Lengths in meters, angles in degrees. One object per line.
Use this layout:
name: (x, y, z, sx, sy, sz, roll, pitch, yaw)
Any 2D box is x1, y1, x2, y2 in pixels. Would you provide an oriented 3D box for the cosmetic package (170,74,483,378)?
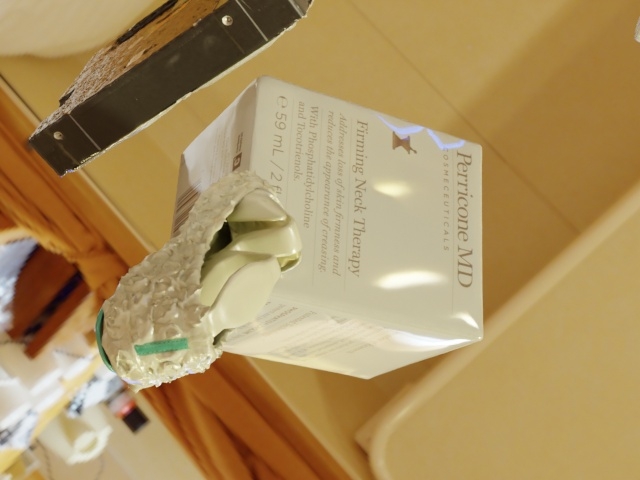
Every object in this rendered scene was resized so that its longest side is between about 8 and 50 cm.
cosmetic package: (0.000, 0.000, 1.539, 0.393, 0.330, 0.327, 14, 156, -25)

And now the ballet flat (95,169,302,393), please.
ballet flat: (-0.091, 0.031, 1.072, 0.147, 0.147, 0.409, -48, -175, 31)

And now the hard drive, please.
hard drive: (-0.146, -0.219, 1.082, 0.338, 0.064, 0.237, -29, -154, 25)

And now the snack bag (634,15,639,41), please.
snack bag: (0.579, -0.343, 1.197, 0.037, 0.323, 0.343, -67, 174, -53)
